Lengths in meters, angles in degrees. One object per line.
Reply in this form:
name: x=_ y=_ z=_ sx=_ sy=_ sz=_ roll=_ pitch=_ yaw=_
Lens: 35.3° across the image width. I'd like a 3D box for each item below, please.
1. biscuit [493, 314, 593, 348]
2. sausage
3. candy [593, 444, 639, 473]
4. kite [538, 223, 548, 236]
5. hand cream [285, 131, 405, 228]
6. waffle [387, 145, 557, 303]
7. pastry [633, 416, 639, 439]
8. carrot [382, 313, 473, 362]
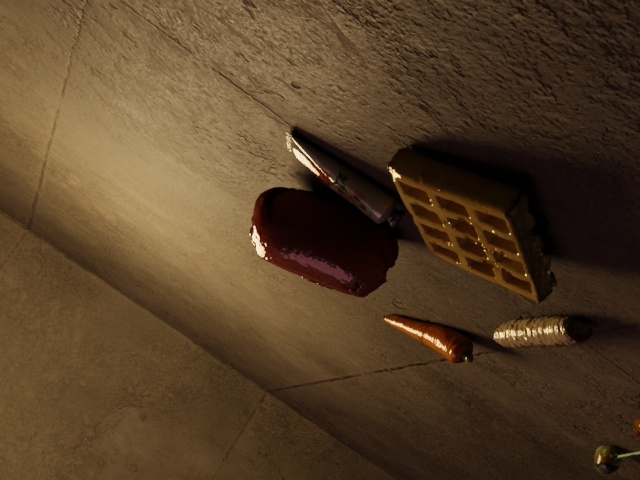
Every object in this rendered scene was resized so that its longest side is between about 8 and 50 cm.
biscuit: x=0.377 y=0.158 z=1.732 sx=0.061 sy=0.055 sz=0.219 roll=1 pitch=174 yaw=-23
sausage: x=0.000 y=0.000 z=1.791 sx=0.279 sy=0.152 sz=0.152 roll=24 pitch=159 yaw=15
candy: x=0.626 y=0.435 z=2.036 sx=0.061 sy=0.061 sz=0.202 roll=36 pitch=152 yaw=-10
kite: x=0.300 y=0.002 z=1.541 sx=0.127 sy=0.016 sz=0.229 roll=27 pitch=163 yaw=6
hand cream: x=0.036 y=-0.100 z=1.659 sx=0.234 sy=0.050 sz=0.080 roll=36 pitch=165 yaw=10
waffle: x=0.226 y=-0.021 z=1.496 sx=0.221 sy=0.055 sz=0.248 roll=24 pitch=159 yaw=38
pastry: x=0.639 y=0.309 z=1.616 sx=0.235 sy=0.132 sz=0.240 roll=36 pitch=169 yaw=-36
carrot: x=0.220 y=0.189 z=2.067 sx=0.256 sy=0.061 sz=0.061 roll=26 pitch=162 yaw=46
